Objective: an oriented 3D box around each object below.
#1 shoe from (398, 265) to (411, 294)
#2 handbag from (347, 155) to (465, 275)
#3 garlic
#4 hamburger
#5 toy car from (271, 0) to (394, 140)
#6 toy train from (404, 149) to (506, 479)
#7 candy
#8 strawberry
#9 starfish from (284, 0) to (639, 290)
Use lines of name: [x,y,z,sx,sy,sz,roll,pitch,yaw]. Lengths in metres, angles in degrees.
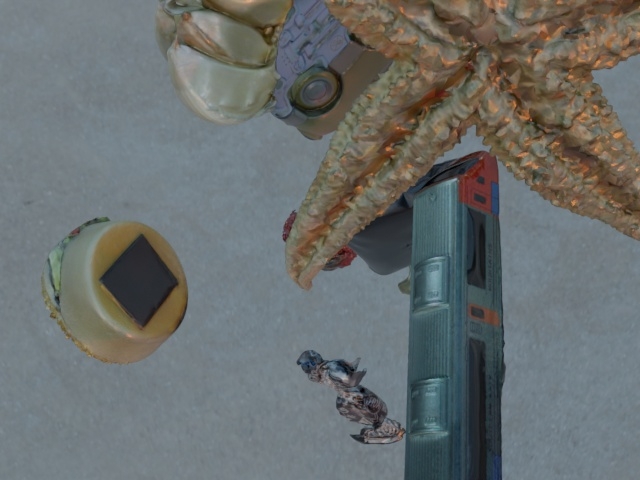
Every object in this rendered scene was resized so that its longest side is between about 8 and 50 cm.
shoe: [0.238,-0.004,2.016,0.149,0.109,0.292,-3,74,24]
handbag: [0.132,-0.032,1.199,0.211,0.254,0.088,-24,70,10]
garlic: [-0.161,-0.320,1.285,0.203,0.281,0.185,11,9,-40]
hamburger: [-0.401,0.097,1.724,0.170,0.302,0.302,-23,40,34]
toy car: [0.055,-0.361,1.602,0.226,0.336,0.242,21,33,-43]
toy train: [0.145,0.085,0.960,0.089,0.086,0.409,18,65,-35]
candy: [0.047,0.218,1.192,0.094,0.226,0.051,-6,48,32]
strawberry: [0.000,0.000,1.525,0.145,0.145,0.086,16,64,13]
starfish: [0.090,-0.069,0.393,0.231,0.295,0.048,18,31,-16]
